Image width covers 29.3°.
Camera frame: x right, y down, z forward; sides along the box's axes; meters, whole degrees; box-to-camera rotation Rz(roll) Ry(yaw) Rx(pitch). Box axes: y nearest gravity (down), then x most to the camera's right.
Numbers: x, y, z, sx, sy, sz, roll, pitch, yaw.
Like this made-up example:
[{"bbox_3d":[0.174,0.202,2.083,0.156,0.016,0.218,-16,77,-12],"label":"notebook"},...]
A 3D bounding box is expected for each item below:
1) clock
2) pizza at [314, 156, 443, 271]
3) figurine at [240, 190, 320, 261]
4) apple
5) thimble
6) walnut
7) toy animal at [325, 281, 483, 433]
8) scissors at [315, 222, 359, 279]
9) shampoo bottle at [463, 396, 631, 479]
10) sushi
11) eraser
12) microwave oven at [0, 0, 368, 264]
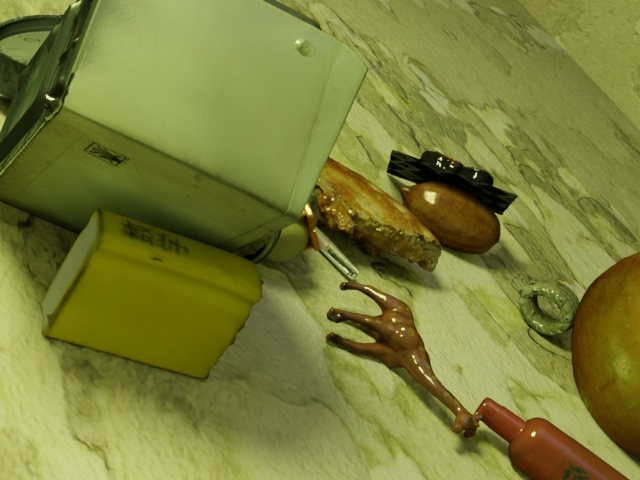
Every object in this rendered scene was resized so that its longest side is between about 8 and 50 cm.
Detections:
[{"bbox_3d":[-0.333,-0.256,1.786,0.312,0.061,0.312,10,24,-5],"label":"clock"},{"bbox_3d":[0.046,-0.048,1.958,0.335,0.086,0.226,36,19,3],"label":"pizza"},{"bbox_3d":[-0.084,-0.091,1.766,0.154,0.180,0.262,-8,67,-31],"label":"figurine"},{"bbox_3d":[0.587,0.197,1.965,0.374,0.374,0.384,48,-10,26],"label":"apple"},{"bbox_3d":[0.392,0.112,2.101,0.110,0.084,0.062,45,28,17],"label":"thimble"},{"bbox_3d":[0.227,-0.045,2.157,0.207,0.116,0.116,26,27,-17],"label":"walnut"},{"bbox_3d":[0.118,0.163,1.712,0.230,0.066,0.224,25,30,-10],"label":"toy animal"},{"bbox_3d":[0.000,0.000,1.902,0.176,0.022,0.085,46,21,29],"label":"scissors"},{"bbox_3d":[0.319,0.303,1.696,0.244,0.085,0.085,34,26,4],"label":"shampoo bottle"},{"bbox_3d":[0.237,-0.122,2.179,0.231,0.047,0.219,20,-7,3],"label":"sushi"},{"bbox_3d":[-0.193,0.065,1.407,0.226,0.158,0.069,19,32,-28],"label":"eraser"},{"bbox_3d":[-0.181,-0.143,1.441,0.333,0.394,0.247,26,69,-20],"label":"microwave oven"}]
